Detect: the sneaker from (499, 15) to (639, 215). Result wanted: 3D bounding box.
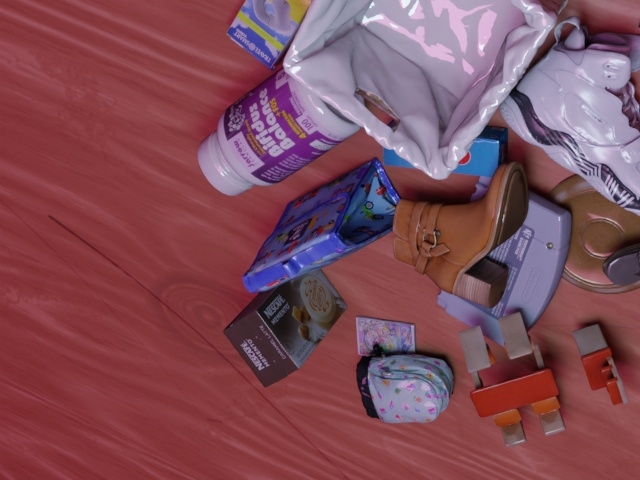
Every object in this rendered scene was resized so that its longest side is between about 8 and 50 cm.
[{"bbox_3d":[0.480,-0.192,1.681,0.366,0.137,0.210,35,127,10],"label":"sneaker"}]

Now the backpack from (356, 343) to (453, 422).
[{"bbox_3d":[0.169,0.290,2.076,0.182,0.115,0.152,-4,120,26],"label":"backpack"}]

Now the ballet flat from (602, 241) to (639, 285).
[{"bbox_3d":[0.592,0.017,1.763,0.250,0.058,0.084,-17,108,10],"label":"ballet flat"}]

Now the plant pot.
[{"bbox_3d":[0.488,-0.007,1.836,0.236,0.032,0.236,11,119,20],"label":"plant pot"}]

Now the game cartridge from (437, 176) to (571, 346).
[{"bbox_3d":[0.331,0.041,1.897,0.196,0.060,0.294,34,126,27],"label":"game cartridge"}]

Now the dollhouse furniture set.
[{"bbox_3d":[0.397,0.255,1.890,0.259,0.135,0.262,-20,133,11],"label":"dollhouse furniture set"}]

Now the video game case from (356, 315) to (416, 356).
[{"bbox_3d":[0.131,0.197,2.119,0.122,0.011,0.087,6,117,22],"label":"video game case"}]

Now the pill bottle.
[{"bbox_3d":[-0.079,-0.202,1.924,0.301,0.169,0.169,-31,99,33],"label":"pill bottle"}]

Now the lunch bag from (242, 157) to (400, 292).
[{"bbox_3d":[0.000,0.000,1.912,0.221,0.293,0.138,-25,102,32],"label":"lunch bag"}]

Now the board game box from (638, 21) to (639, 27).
[{"bbox_3d":[0.572,-0.394,1.606,0.126,0.026,0.186,21,121,16],"label":"board game box"}]

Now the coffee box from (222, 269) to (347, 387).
[{"bbox_3d":[-0.064,0.150,2.045,0.098,0.246,0.141,-32,98,33],"label":"coffee box"}]

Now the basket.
[{"bbox_3d":[0.177,-0.338,1.677,0.328,0.266,0.331,36,123,5],"label":"basket"}]

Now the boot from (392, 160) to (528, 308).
[{"bbox_3d":[0.237,-0.039,1.849,0.220,0.109,0.283,28,131,31],"label":"boot"}]

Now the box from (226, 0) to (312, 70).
[{"bbox_3d":[-0.091,-0.397,1.910,0.109,0.042,0.178,39,124,4],"label":"box"}]

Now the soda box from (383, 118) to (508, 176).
[{"bbox_3d":[0.218,-0.164,1.864,0.210,0.067,0.071,9,118,22],"label":"soda box"}]
